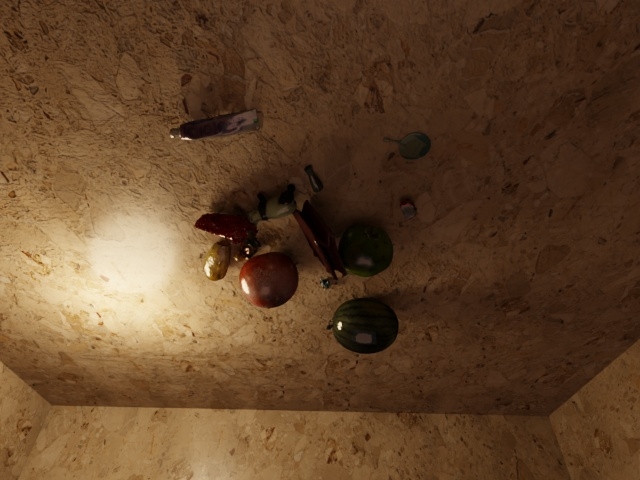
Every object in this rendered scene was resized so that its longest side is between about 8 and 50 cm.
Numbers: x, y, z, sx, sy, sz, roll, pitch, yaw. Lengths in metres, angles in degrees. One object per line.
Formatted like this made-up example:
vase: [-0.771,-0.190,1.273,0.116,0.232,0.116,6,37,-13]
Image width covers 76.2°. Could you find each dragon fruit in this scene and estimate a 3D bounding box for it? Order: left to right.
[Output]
dragon fruit: [0.352,-0.131,1.629,0.056,0.060,0.083,-22,122,21]

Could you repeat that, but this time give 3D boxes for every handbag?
handbag: [-0.001,0.001,1.635,0.084,0.260,0.275,-31,138,-8]

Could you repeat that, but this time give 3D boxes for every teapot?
teapot: [-0.028,-0.236,1.541,0.043,0.043,0.111,-15,130,17]

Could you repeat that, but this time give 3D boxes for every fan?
fan: [0.305,-0.340,1.446,0.175,0.005,0.113,12,136,-11]

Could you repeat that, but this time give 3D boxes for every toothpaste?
toothpaste: [-0.358,-0.385,1.380,0.301,0.048,0.075,-8,109,0]

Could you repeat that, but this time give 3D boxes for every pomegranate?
pomegranate: [0.172,0.060,1.736,0.236,0.236,0.302,16,147,-16]

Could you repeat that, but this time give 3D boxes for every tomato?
tomato: [-0.224,0.184,1.833,0.270,0.227,0.270,-20,145,-15]

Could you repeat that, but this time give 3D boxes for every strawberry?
strawberry: [-0.366,-0.059,1.658,0.286,0.188,0.106,19,96,3]

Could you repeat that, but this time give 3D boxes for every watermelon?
watermelon: [0.214,0.431,2.072,0.359,0.279,0.279,8,137,0]

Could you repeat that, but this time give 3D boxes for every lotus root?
lotus root: [-0.476,0.103,1.870,0.110,0.097,0.258,16,131,-11]

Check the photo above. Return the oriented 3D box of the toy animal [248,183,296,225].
toy animal: [-0.190,-0.128,1.597,0.225,0.121,0.094,-14,135,18]

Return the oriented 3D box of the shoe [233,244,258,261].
shoe: [-0.339,0.054,1.833,0.109,0.072,0.069,-13,174,21]

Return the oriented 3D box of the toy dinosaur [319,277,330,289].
toy dinosaur: [0.022,0.216,2.025,0.047,0.030,0.083,-12,135,11]

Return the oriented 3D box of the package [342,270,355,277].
package: [0.159,0.134,1.936,0.120,0.031,0.108,-7,137,0]
